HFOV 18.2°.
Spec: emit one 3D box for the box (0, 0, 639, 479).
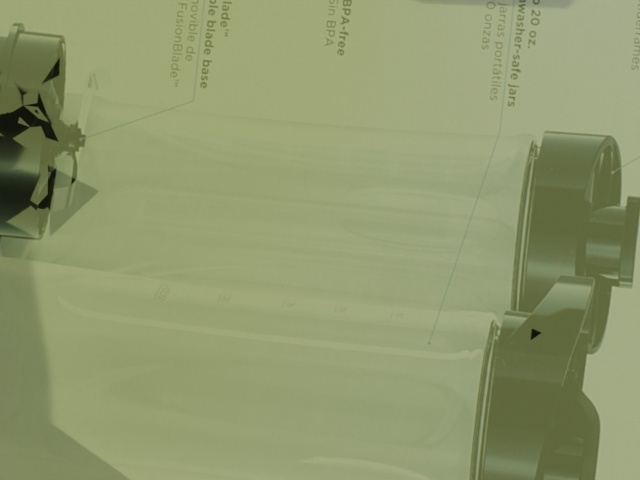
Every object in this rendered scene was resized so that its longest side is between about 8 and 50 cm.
[{"bbox_3d":[0.000,0.000,0.528,0.290,0.087,0.169,5,89,7],"label":"box"}]
